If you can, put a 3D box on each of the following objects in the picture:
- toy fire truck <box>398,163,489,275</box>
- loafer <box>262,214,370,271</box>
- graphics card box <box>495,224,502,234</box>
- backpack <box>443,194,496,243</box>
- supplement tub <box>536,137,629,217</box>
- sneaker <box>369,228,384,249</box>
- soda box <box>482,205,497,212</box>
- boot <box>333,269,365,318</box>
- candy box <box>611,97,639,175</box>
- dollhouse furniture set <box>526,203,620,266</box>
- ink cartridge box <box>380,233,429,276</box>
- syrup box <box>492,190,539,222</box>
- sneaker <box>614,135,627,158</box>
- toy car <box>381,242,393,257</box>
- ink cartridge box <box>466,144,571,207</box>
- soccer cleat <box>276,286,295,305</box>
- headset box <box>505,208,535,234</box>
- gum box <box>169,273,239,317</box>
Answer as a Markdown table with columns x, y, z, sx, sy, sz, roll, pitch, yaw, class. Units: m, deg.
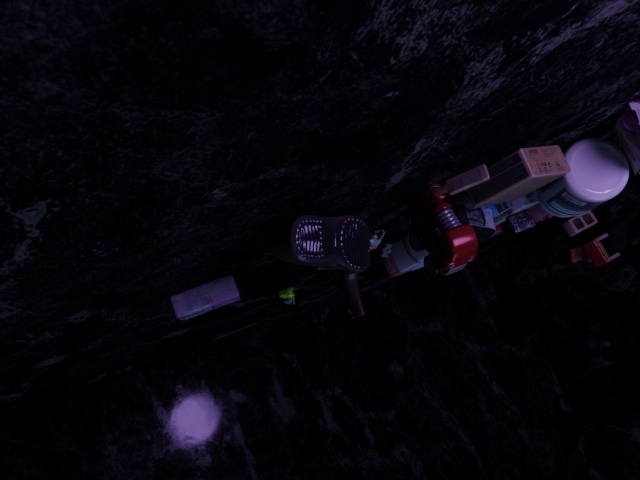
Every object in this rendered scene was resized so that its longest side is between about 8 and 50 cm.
| x | y | z | sx | sy | sz | roll | pitch | yaw | class |
| --- | --- | --- | --- | --- | --- | --- | --- | --- | --- |
| 0.338 | -0.060 | 1.449 | 0.159 | 0.217 | 0.246 | -17 | 153 | -21 | toy fire truck |
| 0.000 | 0.000 | 1.336 | 0.130 | 0.133 | 0.366 | -2 | 171 | 33 | loafer |
| 0.589 | 0.013 | 2.528 | 0.233 | 0.094 | 0.371 | -15 | 166 | -34 | graphics card box |
| 0.447 | -0.055 | 1.776 | 0.189 | 0.144 | 0.166 | 13 | 148 | -31 | backpack |
| 0.781 | -0.180 | 1.722 | 0.191 | 0.191 | 0.272 | -22 | 169 | -1 | supplement tub |
| 0.128 | -0.003 | 1.708 | 0.161 | 0.057 | 0.075 | -10 | 147 | -40 | sneaker |
| 0.478 | -0.086 | 1.916 | 0.210 | 0.067 | 0.071 | -20 | 169 | -11 | soda box |
| 0.136 | 0.186 | 2.189 | 0.090 | 0.206 | 0.248 | -17 | 168 | -23 | boot |
| 0.854 | -0.274 | 1.500 | 0.071 | 0.159 | 0.233 | -24 | 168 | 16 | candy box |
| 0.961 | -0.047 | 2.239 | 0.152 | 0.373 | 0.201 | -23 | 168 | -19 | dollhouse furniture set |
| 0.393 | 0.022 | 2.131 | 0.207 | 0.117 | 0.283 | -14 | 167 | -34 | ink cartridge box |
| 0.631 | -0.122 | 1.965 | 0.096 | 0.093 | 0.237 | -14 | 167 | -32 | syrup box |
| 0.949 | -0.318 | 1.752 | 0.097 | 0.084 | 0.234 | 2 | 168 | 3 | sneaker |
| 0.205 | 0.033 | 2.090 | 0.122 | 0.060 | 0.040 | -4 | -150 | -8 | toy car |
| 0.535 | -0.175 | 1.549 | 0.235 | 0.088 | 0.193 | -12 | 166 | -44 | ink cartridge box |
| -0.138 | 0.224 | 2.259 | 0.073 | 0.060 | 0.179 | -11 | 161 | -7 | soccer cleat |
| 0.680 | -0.064 | 1.923 | 0.083 | 0.062 | 0.032 | -22 | 169 | -6 | headset box |
| -0.322 | 0.163 | 1.585 | 0.189 | 0.062 | 0.107 | -20 | 168 | -10 | gum box |
